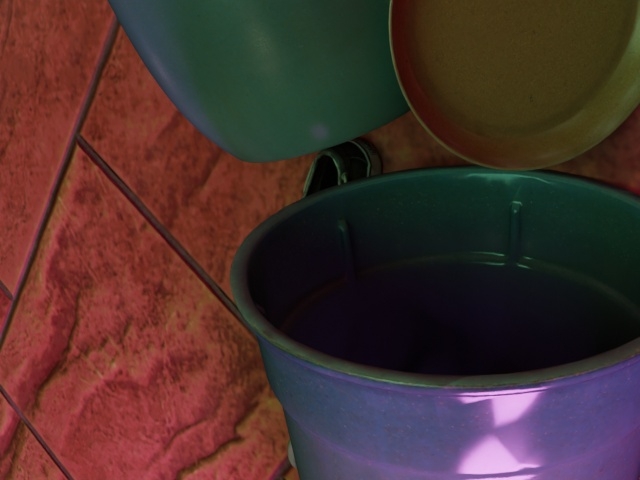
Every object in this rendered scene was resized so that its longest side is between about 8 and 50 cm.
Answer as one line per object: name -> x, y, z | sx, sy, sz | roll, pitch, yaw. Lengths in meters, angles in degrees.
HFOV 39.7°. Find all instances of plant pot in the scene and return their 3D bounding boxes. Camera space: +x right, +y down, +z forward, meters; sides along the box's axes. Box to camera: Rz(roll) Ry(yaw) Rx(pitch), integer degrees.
plant pot -> 0.115, 0.154, 0.722 | 0.341, 0.341, 0.334 | 14, 121, 34
plant pot -> 0.155, -0.169, 0.653 | 0.032, 0.236, 0.236 | -134, 41, -64
plant pot -> -0.028, -0.204, 0.729 | 0.293, 0.293, 0.235 | -4, 115, 39

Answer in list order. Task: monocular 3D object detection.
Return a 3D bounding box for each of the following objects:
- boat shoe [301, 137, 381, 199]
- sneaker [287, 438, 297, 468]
boat shoe -> 0.000, 0.000, 0.908 | 0.078, 0.070, 0.219 | 27, 120, 29
sneaker -> 0.054, 0.273, 0.930 | 0.232, 0.115, 0.090 | 35, 124, 24
